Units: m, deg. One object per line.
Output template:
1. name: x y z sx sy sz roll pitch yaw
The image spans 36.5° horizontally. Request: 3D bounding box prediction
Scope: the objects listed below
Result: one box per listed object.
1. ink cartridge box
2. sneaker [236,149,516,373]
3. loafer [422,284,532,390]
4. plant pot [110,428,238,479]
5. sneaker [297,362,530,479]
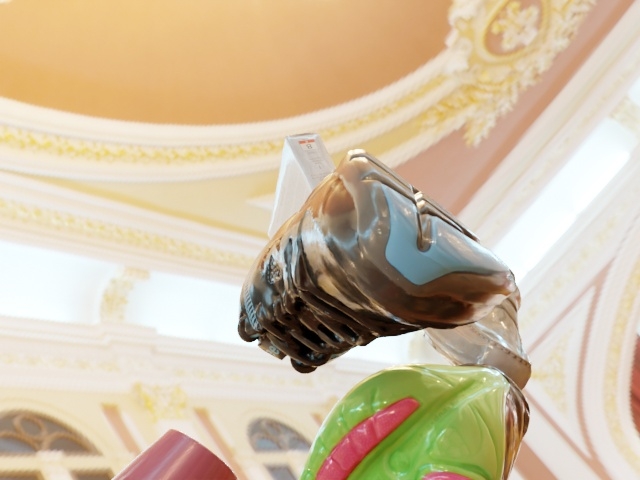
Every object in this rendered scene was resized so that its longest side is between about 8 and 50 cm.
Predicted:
1. ink cartridge box: 0.000 0.000 0.988 0.045 0.179 0.145 -10 -42 -22
2. sneaker: 0.020 0.034 0.622 0.139 0.125 0.341 -50 2 -4
3. loafer: 0.175 0.081 1.100 0.112 0.319 0.111 37 -83 -15
4. plant pot: -0.219 0.378 1.376 0.180 0.201 0.201 -53 -27 -25
5. sneaker: 0.020 0.283 0.827 0.202 0.185 0.483 -12 -33 -54
